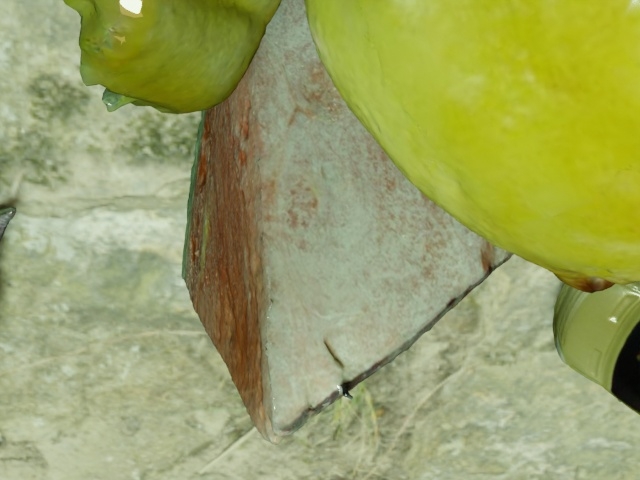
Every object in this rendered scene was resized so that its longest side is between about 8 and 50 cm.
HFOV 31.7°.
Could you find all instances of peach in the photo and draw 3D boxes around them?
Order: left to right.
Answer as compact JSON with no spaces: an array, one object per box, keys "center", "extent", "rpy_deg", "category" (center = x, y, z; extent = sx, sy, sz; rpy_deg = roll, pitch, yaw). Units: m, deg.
[{"center":[0.160,-0.147,0.554],"extent":[0.314,0.281,0.315],"rpy_deg":[-21,89,37],"category":"peach"}]

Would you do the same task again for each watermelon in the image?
[{"center":[-0.017,-0.032,0.690],"extent":[0.250,0.292,0.283],"rpy_deg":[47,120,10],"category":"watermelon"}]

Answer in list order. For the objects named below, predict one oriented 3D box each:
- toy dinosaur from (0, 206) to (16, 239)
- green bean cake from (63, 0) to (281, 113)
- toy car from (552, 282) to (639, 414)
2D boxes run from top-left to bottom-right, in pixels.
[{"center":[-0.341,0.053,0.877],"extent":[0.162,0.077,0.294],"rpy_deg":[28,137,-18],"category":"toy dinosaur"},{"center":[-0.123,-0.194,0.532],"extent":[0.236,0.124,0.233],"rpy_deg":[23,99,27],"category":"green bean cake"},{"center":[0.297,0.089,0.799],"extent":[0.257,0.124,0.101],"rpy_deg":[14,123,-5],"category":"toy car"}]
